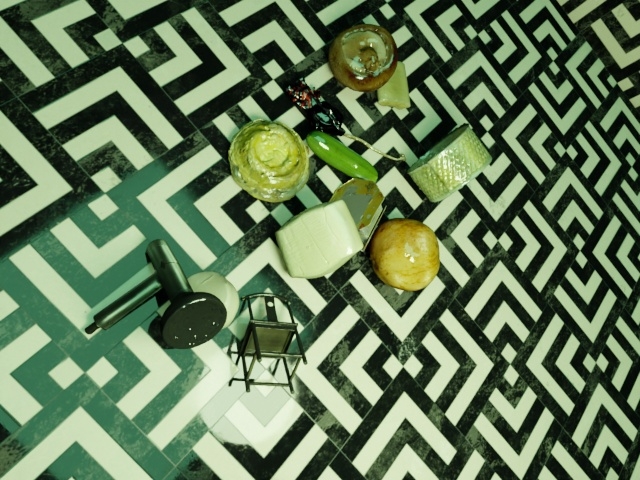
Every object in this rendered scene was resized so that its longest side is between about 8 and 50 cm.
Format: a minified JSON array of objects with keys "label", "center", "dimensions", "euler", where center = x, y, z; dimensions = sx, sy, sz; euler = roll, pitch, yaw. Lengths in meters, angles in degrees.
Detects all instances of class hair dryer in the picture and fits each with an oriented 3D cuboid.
[{"label":"hair dryer","center":[-0.417,0.180,1.136],"dimensions":[0.284,0.320,0.155],"euler":[-54,140,-1]}]

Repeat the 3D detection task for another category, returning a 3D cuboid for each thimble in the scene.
[{"label":"thimble","center":[0.454,-0.273,1.595],"dimensions":[0.271,0.270,0.150],"euler":[-44,98,-26]}]

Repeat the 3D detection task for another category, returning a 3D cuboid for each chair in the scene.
[{"label":"chair","center":[-0.145,0.281,1.268],"dimensions":[0.154,0.142,0.260],"euler":[10,29,-22]}]

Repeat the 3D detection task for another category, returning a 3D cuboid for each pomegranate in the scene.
[{"label":"pomegranate","center":[0.275,0.044,1.464],"dimensions":[0.248,0.248,0.249],"euler":[6,75,-23]}]

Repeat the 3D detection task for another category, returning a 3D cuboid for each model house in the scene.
[{"label":"model house","center":[0.134,-0.082,1.493],"dimensions":[0.136,0.207,0.219],"euler":[55,54,-40]}]

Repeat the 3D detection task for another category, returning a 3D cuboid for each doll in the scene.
[{"label":"doll","center":[-0.009,-0.443,1.535],"dimensions":[0.248,0.088,0.127],"euler":[42,85,0]}]

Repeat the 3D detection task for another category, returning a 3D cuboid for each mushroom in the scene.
[{"label":"mushroom","center":[0.188,-0.336,1.628],"dimensions":[0.286,0.026,0.028],"euler":[15,56,-19]},{"label":"mushroom","center":[0.149,-0.643,1.599],"dimensions":[0.252,0.153,0.253],"euler":[1,76,-3]}]

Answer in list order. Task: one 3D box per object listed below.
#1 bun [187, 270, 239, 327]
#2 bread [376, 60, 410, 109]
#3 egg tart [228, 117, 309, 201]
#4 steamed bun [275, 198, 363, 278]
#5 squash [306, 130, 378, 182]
[{"label":"bun","center":[-0.300,0.178,1.219],"dimensions":[0.172,0.120,0.173],"euler":[-6,57,9]},{"label":"bread","center":[0.266,-0.589,1.701],"dimensions":[0.139,0.060,0.179],"euler":[2,77,-24]},{"label":"egg tart","center":[-0.152,-0.259,1.414],"dimensions":[0.278,0.095,0.279],"euler":[5,77,-23]},{"label":"steamed bun","center":[0.000,0.000,1.357],"dimensions":[0.200,0.250,0.154],"euler":[65,25,1]},{"label":"squash","center":[0.072,-0.278,1.522],"dimensions":[0.292,0.082,0.082],"euler":[28,67,-24]}]
